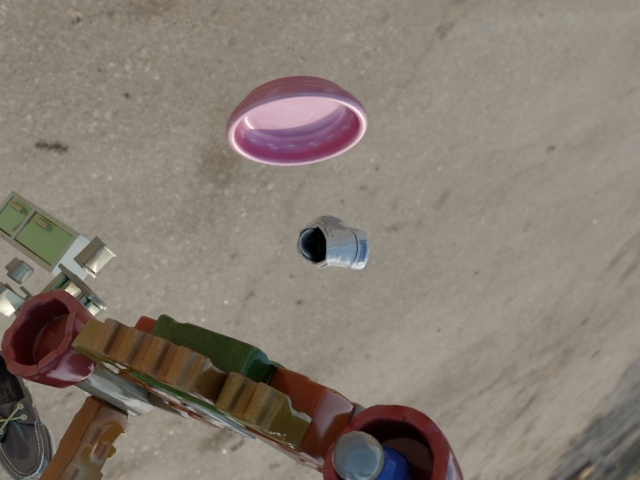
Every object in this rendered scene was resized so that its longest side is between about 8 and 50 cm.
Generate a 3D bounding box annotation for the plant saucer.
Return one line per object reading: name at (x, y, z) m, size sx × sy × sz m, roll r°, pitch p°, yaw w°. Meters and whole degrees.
plant saucer at (-0.058, -0.285, 1.902) m, size 0.332 × 0.084 × 0.332 m, roll -6°, pitch 158°, yaw -3°

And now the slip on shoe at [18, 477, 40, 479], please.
slip on shoe at (-0.343, 0.444, 0.924) m, size 0.123 × 0.331 × 0.101 m, roll -3°, pitch 164°, yaw 1°

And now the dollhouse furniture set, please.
dollhouse furniture set at (-0.413, 0.068, 1.291) m, size 0.182 × 0.101 × 0.161 m, roll -47°, pitch 152°, yaw -9°

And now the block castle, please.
block castle at (-0.125, 0.218, 0.607) m, size 0.213 × 0.453 × 0.303 m, roll 48°, pitch 62°, yaw -48°

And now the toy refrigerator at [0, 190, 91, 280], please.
toy refrigerator at (-0.603, -0.007, 1.750) m, size 0.102 × 0.269 × 0.094 m, roll -55°, pitch 144°, yaw -10°

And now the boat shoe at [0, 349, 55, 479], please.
boat shoe at (-0.635, 0.356, 1.656) m, size 0.117 × 0.324 × 0.096 m, roll -25°, pitch 144°, yaw -14°

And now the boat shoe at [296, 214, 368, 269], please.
boat shoe at (0.000, 0.000, 1.428) m, size 0.084 × 0.258 × 0.095 m, roll 3°, pitch 90°, yaw -20°
